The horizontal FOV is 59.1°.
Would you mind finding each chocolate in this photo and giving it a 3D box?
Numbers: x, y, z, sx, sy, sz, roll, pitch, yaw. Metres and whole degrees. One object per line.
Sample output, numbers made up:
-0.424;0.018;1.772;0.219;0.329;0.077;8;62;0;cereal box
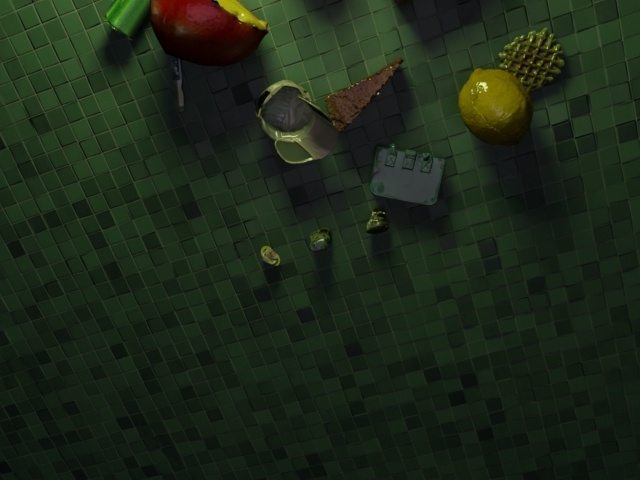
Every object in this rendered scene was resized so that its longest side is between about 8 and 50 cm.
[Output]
-0.530;-0.754;1.699;0.110;0.110;0.291;40;105;-10;chocolate

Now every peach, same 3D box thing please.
-0.314;-0.643;1.629;0.338;0.281;0.281;3;110;8;peach

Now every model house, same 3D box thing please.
0.000;0.000;1.931;0.078;0.083;0.066;-16;106;11;model house

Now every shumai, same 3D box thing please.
0.187;-0.068;1.912;0.083;0.082;0.081;-10;71;-5;shumai

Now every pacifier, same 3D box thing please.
-0.184;0.063;1.984;0.083;0.068;0.064;43;134;-11;pacifier

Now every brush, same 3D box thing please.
-0.460;-0.503;1.817;0.033;0.030;0.179;-2;109;-5;brush

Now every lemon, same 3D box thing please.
0.523;-0.395;1.687;0.204;0.204;0.260;-34;102;15;lemon

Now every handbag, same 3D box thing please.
0.281;-0.220;1.845;0.229;0.062;0.179;9;107;1;handbag

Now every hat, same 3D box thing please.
-0.065;-0.375;1.752;0.275;0.161;0.232;34;133;1;hat

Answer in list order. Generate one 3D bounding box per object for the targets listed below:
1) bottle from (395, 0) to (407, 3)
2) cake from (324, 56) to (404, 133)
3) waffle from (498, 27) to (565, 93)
0.306;-0.808;1.555;0.296;0.206;0.173;-26;83;12;bottle
0.129;-0.466;1.736;0.295;0.116;0.113;-38;103;16;cake
0.639;-0.543;1.711;0.183;0.036;0.169;-29;103;13;waffle
